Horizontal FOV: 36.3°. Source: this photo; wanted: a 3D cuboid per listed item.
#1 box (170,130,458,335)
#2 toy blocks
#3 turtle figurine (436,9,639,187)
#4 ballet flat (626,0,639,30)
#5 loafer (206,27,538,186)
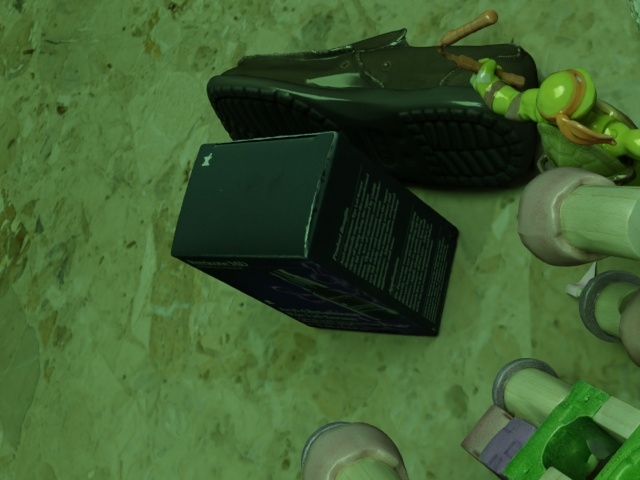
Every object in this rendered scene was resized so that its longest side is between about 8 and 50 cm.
[{"bbox_3d":[0.000,0.000,0.851,0.153,0.207,0.108,0,69,40],"label":"box"},{"bbox_3d":[0.173,0.147,0.665,0.289,0.309,0.260,-49,12,-5],"label":"toy blocks"},{"bbox_3d":[0.214,-0.063,0.696,0.269,0.217,0.087,22,84,44],"label":"turtle figurine"},{"bbox_3d":[0.312,-0.135,0.750,0.241,0.091,0.077,48,127,47],"label":"ballet flat"},{"bbox_3d":[0.052,-0.131,0.950,0.365,0.134,0.130,11,52,32],"label":"loafer"}]
